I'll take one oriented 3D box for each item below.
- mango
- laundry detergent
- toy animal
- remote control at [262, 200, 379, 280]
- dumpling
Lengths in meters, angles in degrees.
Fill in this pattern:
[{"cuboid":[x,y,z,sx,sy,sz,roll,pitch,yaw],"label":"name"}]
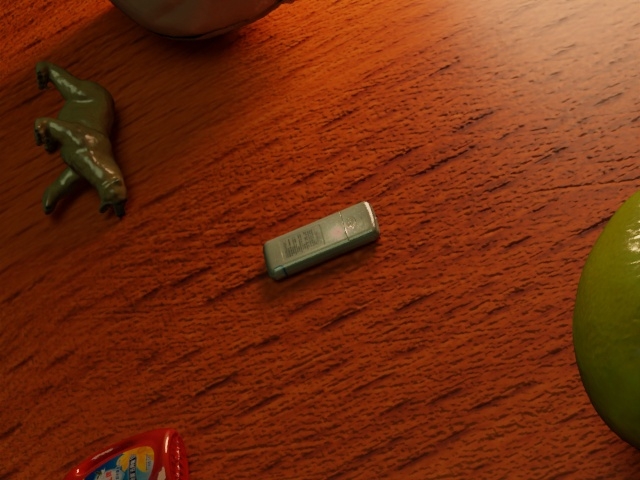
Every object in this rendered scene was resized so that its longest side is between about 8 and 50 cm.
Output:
[{"cuboid":[0.297,0.069,1.154,0.185,0.149,0.273,-28,40,13],"label":"mango"},{"cuboid":[-0.208,0.236,1.336,0.165,0.049,0.097,-20,40,12],"label":"laundry detergent"},{"cuboid":[-0.279,-0.115,1.645,0.101,0.103,0.218,-4,43,-7],"label":"toy animal"},{"cuboid":[0.000,0.000,1.447,0.124,0.018,0.053,-23,45,7],"label":"remote control"},{"cuboid":[-0.188,-0.356,1.666,0.181,0.260,0.341,-45,43,-5],"label":"dumpling"}]
